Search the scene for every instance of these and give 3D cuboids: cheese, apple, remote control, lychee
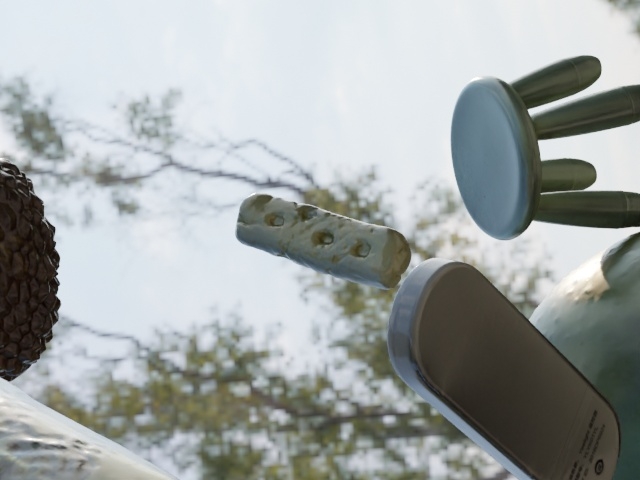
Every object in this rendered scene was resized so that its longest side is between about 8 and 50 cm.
[{"bbox_3d":[0.000,0.000,1.574,0.065,0.194,0.043,-69,-25,-10],"label":"cheese"},{"bbox_3d":[0.452,0.194,1.774,0.473,0.474,0.473,-6,-90,-71],"label":"apple"},{"bbox_3d":[0.114,0.091,0.909,0.245,0.022,0.077,42,-113,-43],"label":"remote control"},{"bbox_3d":[-0.389,0.028,1.631,0.271,0.236,0.236,58,-154,-12],"label":"lychee"}]

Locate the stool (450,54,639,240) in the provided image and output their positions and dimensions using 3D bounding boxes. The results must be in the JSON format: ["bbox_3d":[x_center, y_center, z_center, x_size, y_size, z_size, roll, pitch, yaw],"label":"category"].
[{"bbox_3d":[0.279,-0.113,1.836,0.195,0.199,0.195,-141,43,-58],"label":"stool"}]

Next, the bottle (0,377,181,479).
[{"bbox_3d":[-0.102,0.189,0.748,0.171,0.351,0.171,-28,-53,-44],"label":"bottle"}]
